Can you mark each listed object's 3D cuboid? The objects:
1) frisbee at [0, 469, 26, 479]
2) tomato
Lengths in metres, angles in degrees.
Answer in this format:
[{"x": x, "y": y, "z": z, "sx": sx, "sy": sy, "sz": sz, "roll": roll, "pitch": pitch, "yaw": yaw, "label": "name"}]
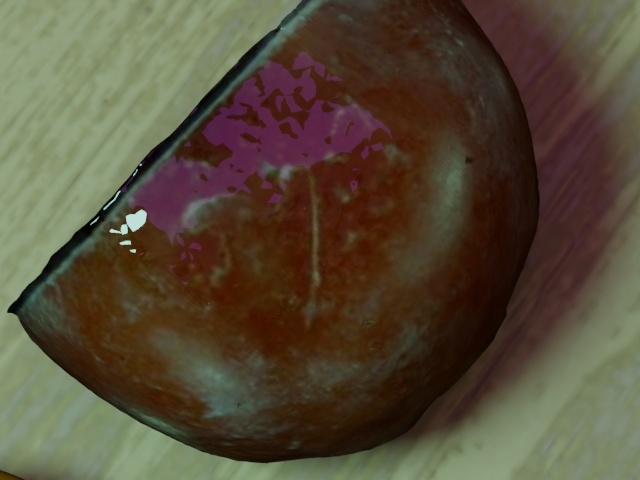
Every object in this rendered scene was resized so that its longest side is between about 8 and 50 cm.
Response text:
[{"x": -0.154, "y": 0.183, "z": 0.748, "sx": 0.192, "sy": 0.035, "sz": 0.192, "roll": -1, "pitch": 80, "yaw": 8, "label": "frisbee"}, {"x": 0.000, "y": 0.000, "z": 0.744, "sx": 0.155, "sy": 0.181, "sz": 0.214, "roll": 44, "pitch": 88, "yaw": -1, "label": "tomato"}]
